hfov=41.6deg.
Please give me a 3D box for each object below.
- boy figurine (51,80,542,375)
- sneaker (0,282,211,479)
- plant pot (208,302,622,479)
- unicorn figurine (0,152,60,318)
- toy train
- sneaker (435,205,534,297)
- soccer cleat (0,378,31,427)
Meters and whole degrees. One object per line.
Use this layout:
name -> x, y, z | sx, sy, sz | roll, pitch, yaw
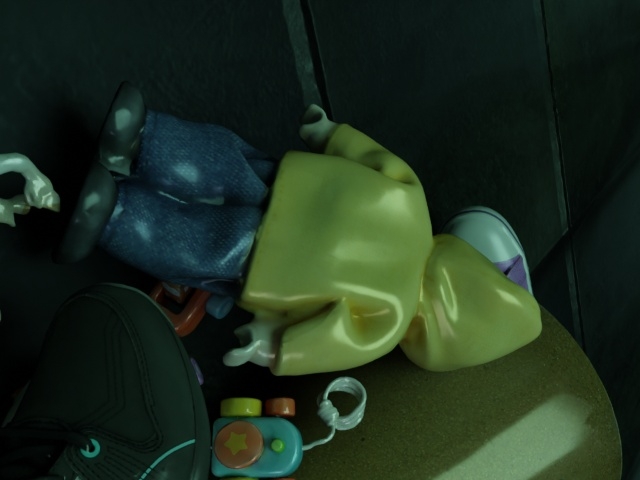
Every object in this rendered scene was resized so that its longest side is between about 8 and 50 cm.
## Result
boy figurine -> 0.000, 0.000, 0.500 | 0.285, 0.092, 0.177 | 19, 60, -18
sneaker -> -0.116, 0.134, 0.353 | 0.106, 0.101, 0.267 | 42, 43, -52
plant pot -> 0.042, 0.173, 0.600 | 0.254, 0.237, 0.237 | -24, 111, -37
unicorn figurine -> -0.185, -0.022, 0.395 | 0.111, 0.060, 0.161 | 33, 65, -50
toy train -> -0.061, 0.077, 0.505 | 0.125, 0.166, 0.046 | -51, 162, -9
sneaker -> 0.155, 0.114, 0.782 | 0.161, 0.102, 0.282 | -50, 135, -77
soccer cleat -> -0.145, 0.161, 0.443 | 0.068, 0.076, 0.196 | 33, 65, -50
